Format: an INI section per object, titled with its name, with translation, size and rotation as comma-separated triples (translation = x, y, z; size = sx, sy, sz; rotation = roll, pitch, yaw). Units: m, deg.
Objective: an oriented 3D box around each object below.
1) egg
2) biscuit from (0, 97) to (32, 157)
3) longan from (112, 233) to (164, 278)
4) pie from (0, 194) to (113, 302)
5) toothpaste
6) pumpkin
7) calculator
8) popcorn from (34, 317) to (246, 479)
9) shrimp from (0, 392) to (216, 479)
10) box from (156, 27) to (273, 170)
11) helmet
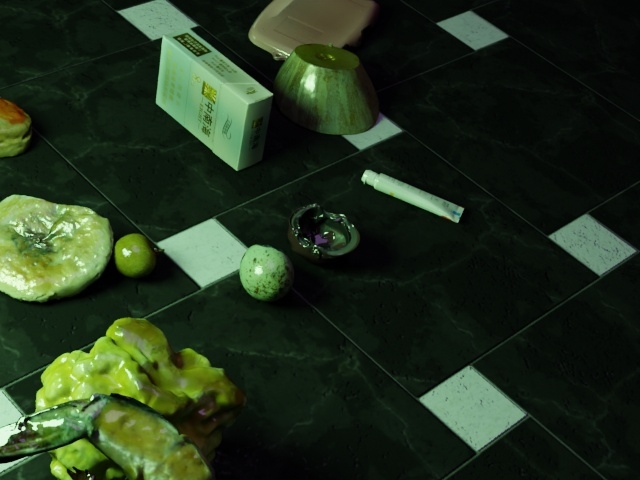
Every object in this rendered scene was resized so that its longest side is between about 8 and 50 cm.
[egg]
translation = -0.086, 0.048, 1.817
size = 0.085, 0.085, 0.110
rotation = 1, 36, -14
[biscuit]
translation = -0.684, -0.157, 1.894
size = 0.368, 0.076, 0.394
rotation = 22, 41, 11
[longan]
translation = -0.284, 0.023, 1.802
size = 0.083, 0.075, 0.075
rotation = -10, 46, -17
[pie]
translation = -0.432, 0.018, 1.778
size = 0.218, 0.052, 0.185
rotation = 10, 56, 2
[toothpaste]
translation = 0.166, -0.082, 2.074
size = 0.190, 0.031, 0.048
rotation = 23, 39, 6
[pumpkin]
translation = 0.018, -0.313, 2.229
size = 0.218, 0.110, 0.217
rotation = 5, 44, -5
[calculator]
translation = -0.011, -0.463, 2.440
size = 0.220, 0.048, 0.329
rotation = 27, 46, 13
[popcorn]
translation = -0.227, 0.219, 1.475
size = 0.252, 0.236, 0.206
rotation = -27, 6, 4
[shrimp]
translation = -0.336, 0.319, 1.343
size = 0.445, 0.272, 0.085
rotation = -4, 8, -6
[box]
translation = -0.195, -0.256, 2.077
size = 0.067, 0.155, 0.243
rotation = -27, 54, -36
[helmet]
translation = 0.000, 0.000, 1.905
size = 0.123, 0.070, 0.098
rotation = 32, 50, 10
